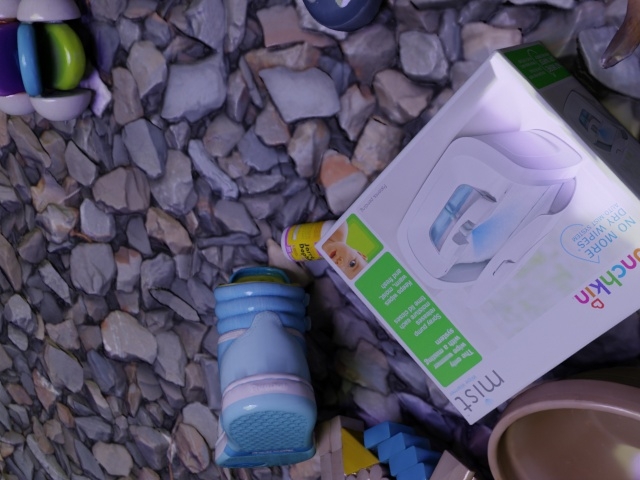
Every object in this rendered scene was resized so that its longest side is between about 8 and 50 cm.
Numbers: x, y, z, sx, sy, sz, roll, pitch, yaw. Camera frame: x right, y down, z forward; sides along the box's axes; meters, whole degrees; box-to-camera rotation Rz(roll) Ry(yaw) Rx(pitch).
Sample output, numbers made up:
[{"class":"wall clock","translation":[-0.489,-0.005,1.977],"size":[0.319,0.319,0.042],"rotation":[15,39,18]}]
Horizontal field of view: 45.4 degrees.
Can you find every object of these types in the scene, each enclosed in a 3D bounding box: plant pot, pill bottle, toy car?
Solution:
[{"class":"plant pot","translation":[0.282,0.192,0.691],"size":[0.237,0.109,0.237],"rotation":[21,138,20]},{"class":"pill bottle","translation":[0.000,0.000,0.857],"size":[0.083,0.043,0.043],"rotation":[-7,104,34]},{"class":"toy car","translation":[-0.382,-0.229,0.954],"size":[0.182,0.136,0.159],"rotation":[12,114,29]}]

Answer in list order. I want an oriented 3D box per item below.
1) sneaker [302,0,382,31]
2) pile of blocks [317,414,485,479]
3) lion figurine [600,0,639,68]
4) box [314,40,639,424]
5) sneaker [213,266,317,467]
[{"class":"sneaker","translation":[-0.022,-0.344,0.684],"size":[0.112,0.131,0.318],"rotation":[-2,107,33]},{"class":"pile of blocks","translation":[0.129,0.285,0.810],"size":[0.148,0.113,0.362],"rotation":[-62,34,7]},{"class":"lion figurine","translation":[0.302,-0.288,0.435],"size":[0.392,0.142,0.240],"rotation":[-26,90,29]},{"class":"box","translation":[0.169,-0.004,0.700],"size":[0.231,0.127,0.262],"rotation":[50,125,9]},{"class":"sneaker","translation":[-0.068,0.154,0.927],"size":[0.319,0.127,0.208],"rotation":[110,157,-59]}]
